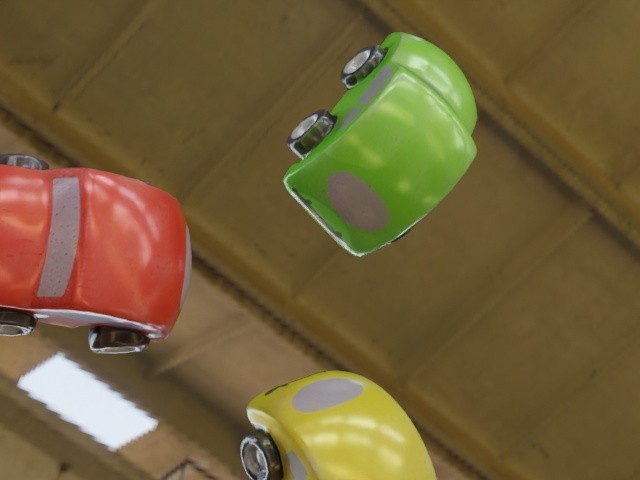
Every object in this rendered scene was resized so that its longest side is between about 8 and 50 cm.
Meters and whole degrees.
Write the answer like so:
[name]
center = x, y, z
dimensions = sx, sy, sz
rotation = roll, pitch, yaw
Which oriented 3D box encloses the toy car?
[toy car]
center = 0.000, 0.000, 0.544
dimensions = 0.239, 0.225, 0.053
rotation = 45, -29, -18
